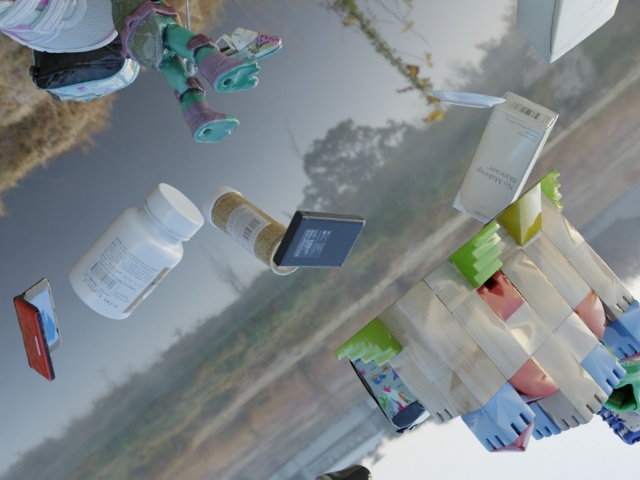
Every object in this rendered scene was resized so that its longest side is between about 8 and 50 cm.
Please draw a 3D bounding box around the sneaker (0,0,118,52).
[{"bbox_3d":[-0.314,-0.255,0.757,0.252,0.111,0.103,7,102,-42],"label":"sneaker"}]

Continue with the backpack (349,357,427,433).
[{"bbox_3d":[0.194,0.323,1.840,0.191,0.253,0.225,-46,159,12],"label":"backpack"}]

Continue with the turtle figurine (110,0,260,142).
[{"bbox_3d":[-0.160,-0.226,0.791,0.118,0.234,0.175,-27,160,-22],"label":"turtle figurine"}]

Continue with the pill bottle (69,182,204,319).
[{"bbox_3d":[-0.315,0.016,1.281,0.229,0.131,0.131,-46,170,10],"label":"pill bottle"}]

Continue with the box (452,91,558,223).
[{"bbox_3d":[0.465,-0.201,1.877,0.121,0.148,0.311,-44,156,-47],"label":"box"}]

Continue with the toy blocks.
[{"bbox_3d":[0.243,0.115,0.888,0.381,0.261,0.191,-35,172,-33],"label":"toy blocks"}]

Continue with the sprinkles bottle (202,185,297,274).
[{"bbox_3d":[-0.187,-0.032,2.021,0.121,0.355,0.121,-22,128,-31],"label":"sprinkles bottle"}]

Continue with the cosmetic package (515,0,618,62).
[{"bbox_3d":[0.438,-0.452,1.282,0.160,0.113,0.309,-38,164,6],"label":"cosmetic package"}]

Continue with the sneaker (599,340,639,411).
[{"bbox_3d":[0.489,0.218,1.203,0.295,0.109,0.123,36,78,-52],"label":"sneaker"}]

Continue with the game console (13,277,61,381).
[{"bbox_3d":[-0.482,0.156,1.307,0.085,0.124,0.144,-24,119,-40],"label":"game console"}]

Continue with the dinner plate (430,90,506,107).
[{"bbox_3d":[0.274,-0.262,1.374,0.141,0.141,0.017,-10,109,-72],"label":"dinner plate"}]

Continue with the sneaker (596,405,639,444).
[{"bbox_3d":[0.656,0.367,1.597,0.131,0.296,0.112,-56,153,-35],"label":"sneaker"}]

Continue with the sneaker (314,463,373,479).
[{"bbox_3d":[0.099,0.567,1.600,0.118,0.222,0.083,-14,125,-38],"label":"sneaker"}]

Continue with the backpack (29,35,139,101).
[{"bbox_3d":[-0.438,-0.354,1.399,0.188,0.166,0.144,-10,171,11],"label":"backpack"}]

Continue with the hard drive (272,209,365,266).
[{"bbox_3d":[0.000,0.000,1.143,0.135,0.022,0.094,3,123,-43],"label":"hard drive"}]

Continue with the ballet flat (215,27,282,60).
[{"bbox_3d":[-0.186,-0.423,1.626,0.221,0.079,0.077,-10,-144,40],"label":"ballet flat"}]
